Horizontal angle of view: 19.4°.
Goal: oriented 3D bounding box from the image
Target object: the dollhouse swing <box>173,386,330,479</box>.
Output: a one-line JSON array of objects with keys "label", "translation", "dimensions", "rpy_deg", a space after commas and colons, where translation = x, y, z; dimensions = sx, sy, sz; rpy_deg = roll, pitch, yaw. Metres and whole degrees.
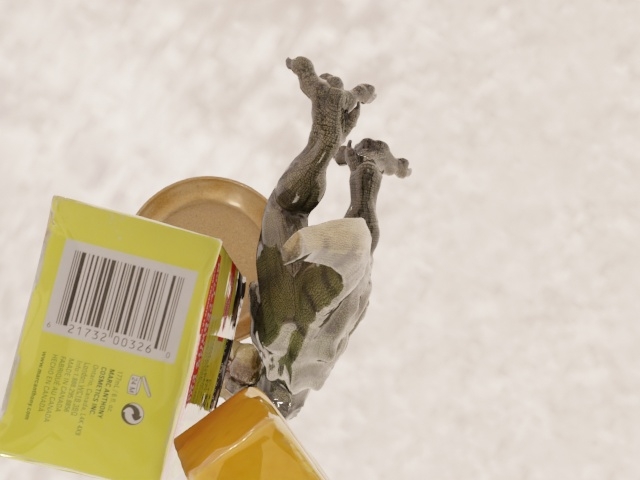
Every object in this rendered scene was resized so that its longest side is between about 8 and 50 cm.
[{"label": "dollhouse swing", "translation": [0.174, 0.156, 0.499], "dimensions": [0.315, 0.347, 0.305], "rpy_deg": [-24, 55, 5]}]

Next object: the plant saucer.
[{"label": "plant saucer", "translation": [-0.054, 0.011, 0.904], "dimensions": [0.015, 0.083, 0.083], "rpy_deg": [108, -174, -80]}]

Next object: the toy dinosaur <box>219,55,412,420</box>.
[{"label": "toy dinosaur", "translation": [0.000, 0.000, 0.757], "dimensions": [0.268, 0.064, 0.118], "rpy_deg": [107, 178, -70]}]

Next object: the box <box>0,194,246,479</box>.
[{"label": "box", "translation": [-0.066, 0.039, 0.685], "dimensions": [0.232, 0.058, 0.087], "rpy_deg": [88, -164, -85]}]
